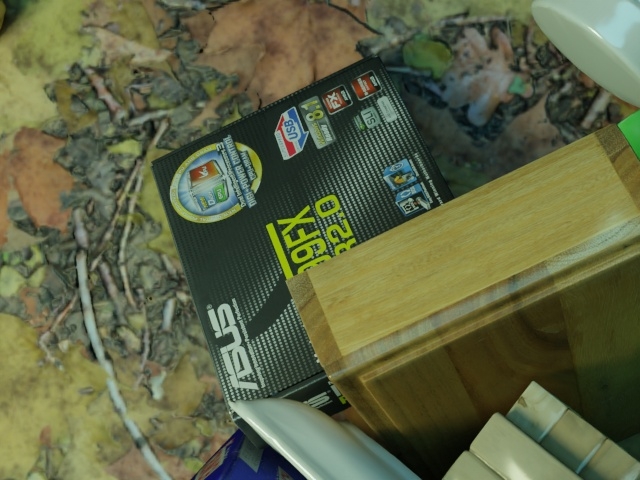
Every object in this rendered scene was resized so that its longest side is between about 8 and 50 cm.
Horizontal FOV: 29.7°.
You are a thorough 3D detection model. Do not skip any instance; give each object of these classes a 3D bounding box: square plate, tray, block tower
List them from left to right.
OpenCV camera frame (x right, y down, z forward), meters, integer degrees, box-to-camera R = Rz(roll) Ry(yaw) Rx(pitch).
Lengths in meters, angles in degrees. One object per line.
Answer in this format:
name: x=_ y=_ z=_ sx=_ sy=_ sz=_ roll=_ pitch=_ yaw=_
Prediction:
square plate: x=0.110 y=0.237 z=0.829 sx=0.347 sy=0.344 sz=0.049 roll=38 pitch=82 yaw=20
tray: x=0.135 y=0.086 z=0.833 sx=0.203 sy=0.411 sz=0.076 roll=-26 pitch=62 yaw=4
block tower: x=0.197 y=0.190 z=0.857 sx=0.097 sy=0.335 sz=0.091 roll=39 pitch=92 yaw=29

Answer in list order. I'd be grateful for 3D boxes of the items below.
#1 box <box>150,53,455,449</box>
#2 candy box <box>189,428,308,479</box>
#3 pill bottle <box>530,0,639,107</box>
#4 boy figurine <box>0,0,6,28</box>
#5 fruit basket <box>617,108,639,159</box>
box: x=0.000 y=0.000 z=0.949 sx=0.216 sy=0.060 sz=0.270 roll=-25 pitch=52 yaw=3
candy box: x=-0.128 y=0.303 z=0.917 sx=0.122 sy=0.268 sz=0.317 roll=42 pitch=92 yaw=1
pill bottle: x=0.316 y=-0.263 z=0.941 sx=0.176 sy=0.176 sz=0.318 roll=41 pitch=92 yaw=5
boy figurine: x=-0.412 y=-0.180 z=1.042 sx=0.285 sy=0.092 sz=0.177 roll=-19 pitch=87 yaw=3
fruit basket: x=0.361 y=0.063 z=0.834 sx=0.283 sy=0.392 sz=0.392 roll=-36 pitch=86 yaw=3
